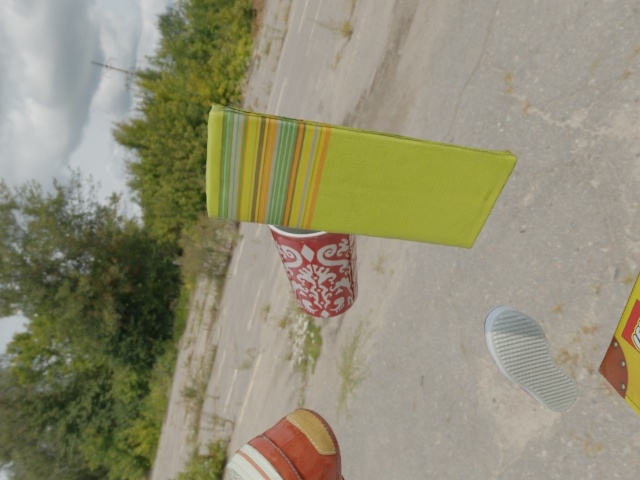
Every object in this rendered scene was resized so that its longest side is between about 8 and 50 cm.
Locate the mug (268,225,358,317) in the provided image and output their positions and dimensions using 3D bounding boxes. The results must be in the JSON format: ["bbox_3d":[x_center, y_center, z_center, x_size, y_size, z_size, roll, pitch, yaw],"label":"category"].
[{"bbox_3d":[0.007,0.004,0.641,0.150,0.113,0.169,-54,-32,-36],"label":"mug"}]

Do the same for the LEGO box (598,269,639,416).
[{"bbox_3d":[0.568,-0.007,0.456,0.193,0.372,0.500,-98,15,-67],"label":"LEGO box"}]

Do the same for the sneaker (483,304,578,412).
[{"bbox_3d":[0.363,0.209,0.931,0.102,0.282,0.161,-41,26,-2],"label":"sneaker"}]

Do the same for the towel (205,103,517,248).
[{"bbox_3d":[0.028,-0.046,0.390,0.021,0.237,0.102,-92,12,-47],"label":"towel"}]

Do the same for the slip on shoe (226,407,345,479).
[{"bbox_3d":[-0.014,0.297,0.533,0.123,0.101,0.331,30,144,34],"label":"slip on shoe"}]
